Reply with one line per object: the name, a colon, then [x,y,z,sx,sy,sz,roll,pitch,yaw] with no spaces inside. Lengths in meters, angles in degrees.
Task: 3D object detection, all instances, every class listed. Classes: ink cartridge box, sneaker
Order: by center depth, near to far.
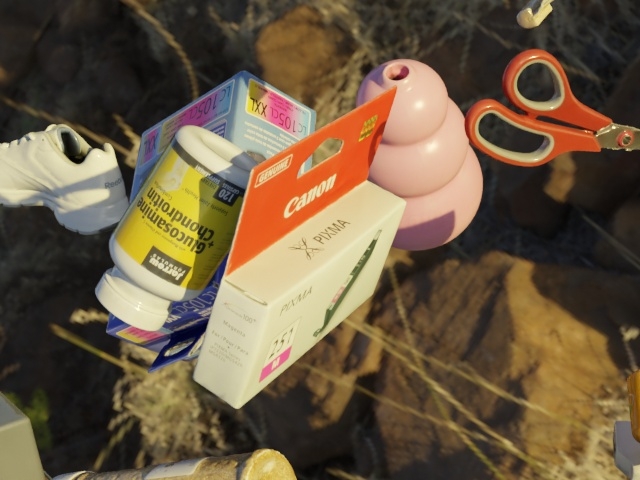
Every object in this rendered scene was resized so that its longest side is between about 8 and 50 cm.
ink cartridge box: [0.000,0.000,1.194,0.060,0.275,0.239,31,125,17]
sneaker: [-0.379,-0.106,1.715,0.297,0.129,0.111,15,29,26]
ink cartridge box: [-0.154,0.000,1.745,0.270,0.151,0.395,-25,52,45]

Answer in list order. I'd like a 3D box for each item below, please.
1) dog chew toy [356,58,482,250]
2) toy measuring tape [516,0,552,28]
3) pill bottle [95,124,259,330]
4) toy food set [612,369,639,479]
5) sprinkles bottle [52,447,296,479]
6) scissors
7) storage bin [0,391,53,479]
dog chew toy: [0.131,-0.133,1.834,0.207,0.332,0.206,-5,54,7]
toy measuring tape: [0.217,-0.344,1.145,0.330,0.121,0.121,111,165,-52]
pill bottle: [-0.135,-0.009,1.175,0.184,0.103,0.103,-56,34,14]
toy food set: [0.369,0.235,1.307,0.111,0.232,0.104,0,55,8]
sprinkles bottle: [-0.203,0.347,1.611,0.355,0.121,0.121,-12,53,30]
scissors: [0.269,-0.093,1.192,0.109,0.297,0.021,-62,30,16]
storage bin: [-0.336,0.209,1.250,0.135,0.098,0.091,23,124,52]
